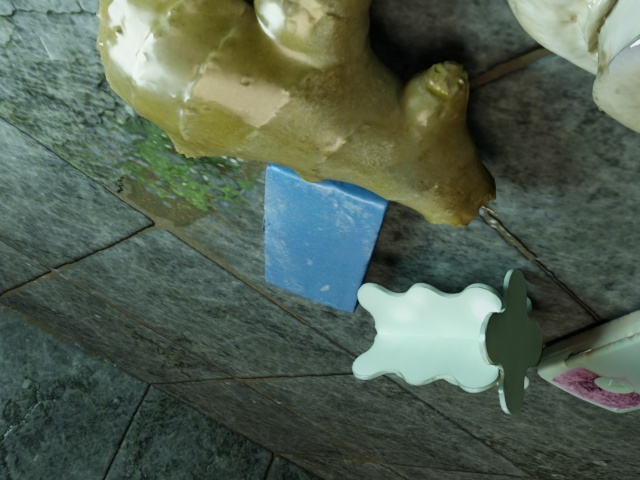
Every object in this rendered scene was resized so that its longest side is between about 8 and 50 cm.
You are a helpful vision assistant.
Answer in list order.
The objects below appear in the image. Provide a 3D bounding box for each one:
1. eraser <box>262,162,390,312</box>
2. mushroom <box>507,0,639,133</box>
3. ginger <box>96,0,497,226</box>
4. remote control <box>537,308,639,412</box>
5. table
[{"bbox_3d":[0.000,0.000,0.880,0.144,0.043,0.312,20,152,5],"label":"eraser"},{"bbox_3d":[0.207,-0.141,0.311,0.255,0.184,0.255,28,166,8],"label":"mushroom"},{"bbox_3d":[0.000,-0.150,0.581,0.375,0.166,0.236,9,119,-16],"label":"ginger"},{"bbox_3d":[0.406,0.134,0.814,0.145,0.050,0.344,26,153,-8],"label":"remote control"},{"bbox_3d":[0.148,0.118,0.860,0.198,0.166,0.166,-2,144,38],"label":"table"}]
